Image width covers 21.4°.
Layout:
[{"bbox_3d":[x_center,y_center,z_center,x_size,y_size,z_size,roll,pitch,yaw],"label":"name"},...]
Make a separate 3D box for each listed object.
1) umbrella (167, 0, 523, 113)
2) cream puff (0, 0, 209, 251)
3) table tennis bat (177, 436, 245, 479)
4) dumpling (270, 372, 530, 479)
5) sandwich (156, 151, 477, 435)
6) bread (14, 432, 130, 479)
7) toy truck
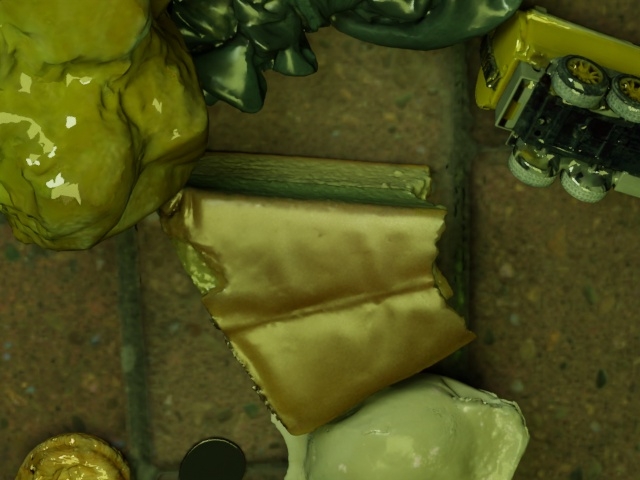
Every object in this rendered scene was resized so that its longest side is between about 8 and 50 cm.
[{"bbox_3d":[0.054,-0.198,1.159,0.349,0.094,0.143,-16,116,-1],"label":"umbrella"},{"bbox_3d":[-0.187,-0.155,1.078,0.270,0.323,0.274,35,83,-49],"label":"cream puff"},{"bbox_3d":[-0.091,0.193,1.343,0.050,0.007,0.083,24,106,-14],"label":"table tennis bat"},{"bbox_3d":[0.058,0.166,1.296,0.199,0.118,0.136,6,110,15],"label":"dumpling"},{"bbox_3d":[0.000,0.000,1.224,0.186,0.108,0.220,-31,108,7],"label":"sandwich"},{"bbox_3d":[-0.198,0.199,1.316,0.083,0.044,0.111,24,110,-13],"label":"bread"},{"bbox_3d":[0.224,-0.091,1.207,0.227,0.114,0.098,16,131,-11],"label":"toy truck"}]
